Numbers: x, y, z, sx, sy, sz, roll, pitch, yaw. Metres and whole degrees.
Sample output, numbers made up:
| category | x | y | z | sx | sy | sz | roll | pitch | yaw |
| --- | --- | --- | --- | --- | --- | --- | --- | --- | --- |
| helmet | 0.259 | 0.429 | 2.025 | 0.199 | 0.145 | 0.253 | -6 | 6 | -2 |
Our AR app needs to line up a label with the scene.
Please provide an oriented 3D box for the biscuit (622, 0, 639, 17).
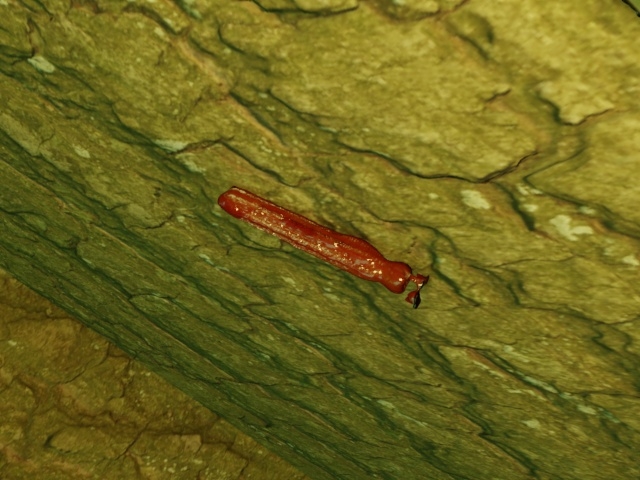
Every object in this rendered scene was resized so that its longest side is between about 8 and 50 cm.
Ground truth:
| category | x | y | z | sx | sy | sz | roll | pitch | yaw |
| --- | --- | --- | --- | --- | --- | --- | --- | --- | --- |
| biscuit | 0.180 | -0.246 | 0.563 | 0.322 | 0.038 | 0.099 | 40 | 151 | -15 |

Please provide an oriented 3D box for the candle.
| category | x | y | z | sx | sy | sz | roll | pitch | yaw |
| --- | --- | --- | --- | --- | --- | --- | --- | --- | --- |
| candle | 0.000 | 0.000 | 1.200 | 0.329 | 0.051 | 0.048 | 26 | 119 | 18 |
